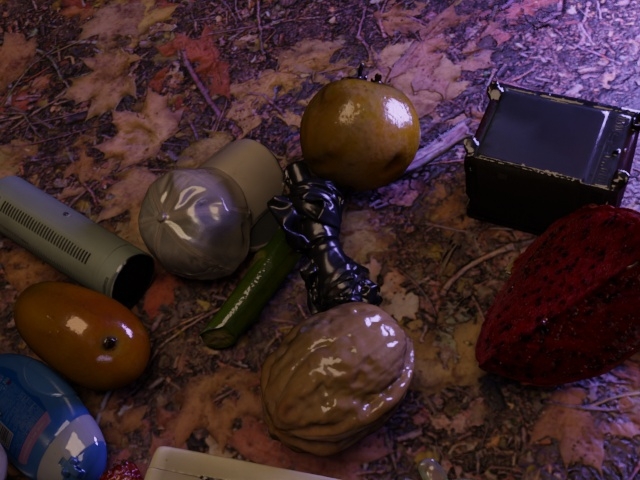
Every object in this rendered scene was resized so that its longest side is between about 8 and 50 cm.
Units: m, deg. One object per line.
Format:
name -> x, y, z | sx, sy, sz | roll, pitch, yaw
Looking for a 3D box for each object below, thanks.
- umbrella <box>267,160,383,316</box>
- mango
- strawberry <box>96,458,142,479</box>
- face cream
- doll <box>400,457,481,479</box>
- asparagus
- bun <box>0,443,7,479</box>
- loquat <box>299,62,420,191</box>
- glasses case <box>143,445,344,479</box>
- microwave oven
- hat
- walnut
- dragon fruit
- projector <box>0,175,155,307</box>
umbrella -> -0.001, 0.001, 1.341 | 0.122, 0.110, 0.272 | -19, 76, -5
mango -> -0.381, 0.140, 1.328 | 0.254, 0.175, 0.139 | 22, 65, 23
strawberry -> -0.285, 0.361, 1.236 | 0.073, 0.073, 0.083 | -38, 82, -13
face cream -> -0.423, 0.280, 1.296 | 0.264, 0.083, 0.149 | 33, 93, 27
doll -> 0.210, 0.402, 1.090 | 0.155, 0.113, 0.275 | -35, 50, -22
asparagus -> -0.094, 0.064, 1.388 | 0.067, 0.060, 0.277 | 38, 68, -8
bun -> -0.571, 0.328, 1.219 | 0.229, 0.229, 0.145 | 8, 49, 16
loquat -> 0.067, -0.184, 1.435 | 0.213, 0.213, 0.213 | -5, 57, 8
glasses case -> -0.077, 0.355, 1.158 | 0.313, 0.131, 0.070 | 6, 59, 15
microwave oven -> 0.367, -0.126, 1.352 | 0.247, 0.178, 0.188 | 18, 65, 21
hat -> -0.181, -0.067, 1.438 | 0.232, 0.161, 0.275 | 31, 65, 22
walnut -> 0.025, 0.193, 1.206 | 0.245, 0.198, 0.198 | -29, 57, -17
dragon fruit -> 0.382, 0.077, 1.228 | 0.317, 0.152, 0.205 | -41, 25, 29
projector -> -0.440, -0.002, 1.473 | 0.337, 0.108, 0.108 | 28, 67, 25
